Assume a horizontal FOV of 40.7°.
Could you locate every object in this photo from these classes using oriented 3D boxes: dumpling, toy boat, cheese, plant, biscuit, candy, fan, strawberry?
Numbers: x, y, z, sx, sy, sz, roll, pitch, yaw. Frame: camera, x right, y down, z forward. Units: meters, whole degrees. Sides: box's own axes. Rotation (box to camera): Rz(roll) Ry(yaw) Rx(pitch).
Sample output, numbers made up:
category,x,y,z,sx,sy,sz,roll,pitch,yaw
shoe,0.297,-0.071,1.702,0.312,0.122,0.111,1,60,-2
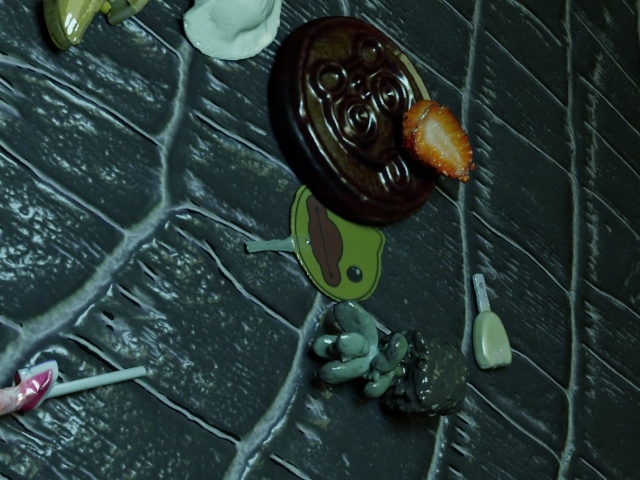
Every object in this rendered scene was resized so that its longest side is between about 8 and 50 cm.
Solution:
category,x,y,z,sx,sy,sz,roll,pitch,yaw
dumpling,-0.127,-0.407,1.454,0.166,0.126,0.216,48,43,-40
toy boat,-0.309,-0.395,1.300,0.121,0.089,0.321,50,46,-33
cheese,0.331,0.160,1.714,0.097,0.037,0.192,5,71,-43
plant,0.113,0.205,1.416,0.274,0.149,0.147,25,58,-31
biscuit,0.083,-0.228,1.593,0.407,0.091,0.408,21,59,-39
candy,-0.351,0.192,1.037,0.365,0.124,0.124,-5,77,-52
fan,-0.001,0.000,1.486,0.335,0.011,0.230,-3,76,-45
strawberry,0.208,-0.175,1.591,0.188,0.082,0.121,44,68,-38
